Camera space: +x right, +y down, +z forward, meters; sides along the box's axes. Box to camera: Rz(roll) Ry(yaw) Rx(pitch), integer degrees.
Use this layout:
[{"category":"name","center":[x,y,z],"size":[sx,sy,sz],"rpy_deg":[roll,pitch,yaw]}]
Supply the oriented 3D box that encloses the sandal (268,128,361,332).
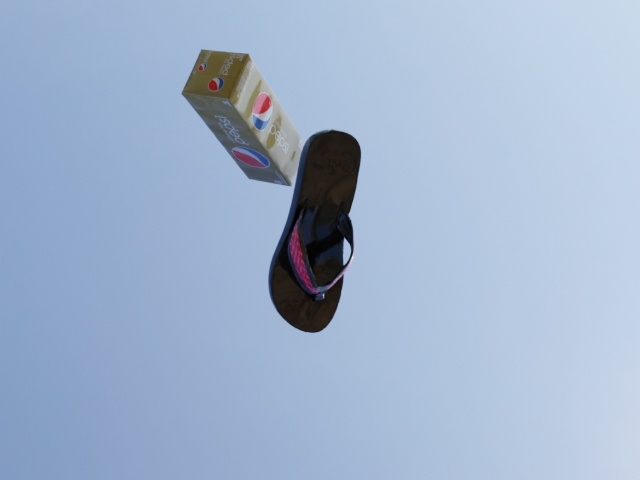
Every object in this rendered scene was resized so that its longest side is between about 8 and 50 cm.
[{"category":"sandal","center":[0.000,0.000,0.724],"size":[0.067,0.179,0.040],"rpy_deg":[-4,-153,-27]}]

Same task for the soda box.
[{"category":"soda box","center":[-0.079,-0.130,0.980],"size":[0.061,0.181,0.058],"rpy_deg":[11,-112,25]}]
